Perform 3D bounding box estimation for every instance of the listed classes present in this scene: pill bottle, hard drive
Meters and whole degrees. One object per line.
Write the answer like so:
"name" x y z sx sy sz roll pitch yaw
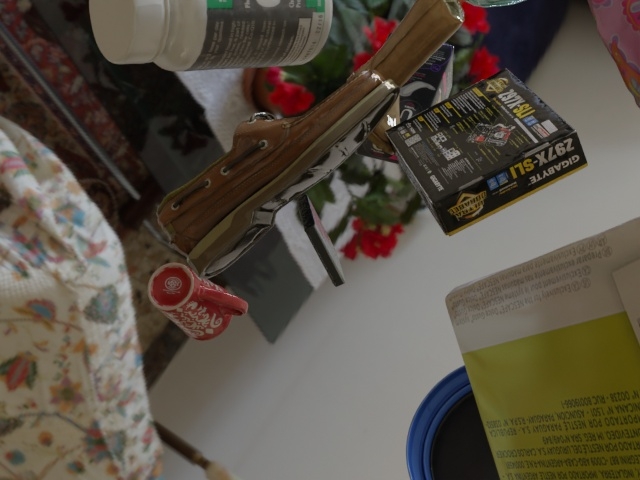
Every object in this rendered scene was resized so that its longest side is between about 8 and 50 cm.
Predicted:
"pill bottle" -0.178 -0.383 1.557 0.361 0.204 0.204 -11 122 -35
"hard drive" 0.000 0.000 1.569 0.022 0.094 0.135 -24 127 6

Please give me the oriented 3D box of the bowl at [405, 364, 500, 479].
"bowl" 0.374 0.440 2.027 0.391 0.391 0.077 -57 136 -13

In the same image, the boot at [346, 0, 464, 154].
"boot" 0.169 -0.330 1.793 0.089 0.236 0.269 17 131 -39

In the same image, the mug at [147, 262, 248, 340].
"mug" -0.228 0.102 1.753 0.150 0.113 0.169 -25 154 7

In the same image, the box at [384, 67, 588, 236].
"box" 0.272 -0.162 1.634 0.257 0.322 0.079 -26 120 2

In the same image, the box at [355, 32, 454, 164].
"box" 0.193 -0.321 2.173 0.143 0.165 0.270 82 28 -57

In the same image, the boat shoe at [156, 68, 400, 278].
"boat shoe" -0.054 -0.095 1.044 0.307 0.104 0.111 -41 168 3

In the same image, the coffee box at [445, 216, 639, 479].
"coffee box" 0.332 0.118 0.532 0.338 0.338 0.334 -13 81 -27

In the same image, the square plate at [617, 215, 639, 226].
"square plate" 0.497 0.053 0.984 0.049 0.347 0.344 44 34 -34

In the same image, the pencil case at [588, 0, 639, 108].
"pencil case" 0.352 -0.287 1.053 0.124 0.124 0.284 -33 96 -41

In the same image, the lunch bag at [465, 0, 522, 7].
"lunch bag" 0.318 -0.599 2.039 0.262 0.223 0.160 -26 140 -38
